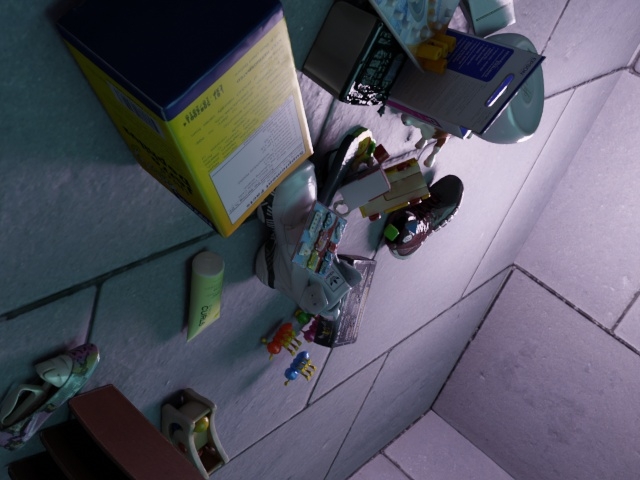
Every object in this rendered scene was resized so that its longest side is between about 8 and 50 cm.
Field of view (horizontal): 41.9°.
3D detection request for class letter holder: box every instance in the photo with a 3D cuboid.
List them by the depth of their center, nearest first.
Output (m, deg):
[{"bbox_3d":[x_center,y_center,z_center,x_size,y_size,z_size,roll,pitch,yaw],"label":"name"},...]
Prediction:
[{"bbox_3d":[-0.381,0.430,1.494,0.214,0.302,0.152,-9,132,-58],"label":"letter holder"}]

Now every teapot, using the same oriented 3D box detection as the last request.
[{"bbox_3d":[0.358,-0.324,1.807,0.252,0.187,0.256,-48,129,-43],"label":"teapot"}]

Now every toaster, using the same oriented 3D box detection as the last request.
[{"bbox_3d":[0.075,-0.326,1.488,0.168,0.110,0.186,-11,134,-57],"label":"toaster"}]

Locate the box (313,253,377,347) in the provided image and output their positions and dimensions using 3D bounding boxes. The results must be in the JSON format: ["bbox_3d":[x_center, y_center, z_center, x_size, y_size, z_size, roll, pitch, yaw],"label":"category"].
[{"bbox_3d":[0.066,0.153,2.142,0.183,0.056,0.231,4,101,-68],"label":"box"}]

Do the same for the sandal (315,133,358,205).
[{"bbox_3d":[0.009,-0.121,1.732,0.097,0.054,0.254,-53,174,-44],"label":"sandal"}]

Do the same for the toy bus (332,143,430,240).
[{"bbox_3d":[0.152,-0.117,1.941,0.104,0.202,0.191,-89,-157,-77],"label":"toy bus"}]

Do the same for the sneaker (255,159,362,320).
[{"bbox_3d":[-0.015,0.008,1.680,0.137,0.210,0.366,-36,152,-34],"label":"sneaker"}]

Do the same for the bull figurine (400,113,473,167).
[{"bbox_3d":[0.300,-0.291,1.983,0.310,0.101,0.188,-30,154,-35],"label":"bull figurine"}]

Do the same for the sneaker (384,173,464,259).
[{"bbox_3d":[0.275,-0.074,2.250,0.281,0.106,0.162,-52,154,2],"label":"sneaker"}]

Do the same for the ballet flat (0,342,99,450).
[{"bbox_3d":[-0.463,0.250,1.388,0.221,0.077,0.079,-48,137,-9],"label":"ballet flat"}]

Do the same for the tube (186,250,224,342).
[{"bbox_3d":[-0.224,0.114,1.646,0.070,0.062,0.240,1,143,-11],"label":"tube"}]

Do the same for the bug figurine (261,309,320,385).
[{"bbox_3d":[-0.050,0.252,2.155,0.216,0.072,0.279,-52,153,-17],"label":"bug figurine"}]

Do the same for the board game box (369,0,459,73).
[{"bbox_3d":[0.206,-0.521,1.370,0.390,0.050,0.390,-66,152,-3],"label":"board game box"}]

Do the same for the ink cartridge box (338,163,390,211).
[{"bbox_3d":[0.098,-0.116,1.806,0.099,0.056,0.135,-27,-174,9],"label":"ink cartridge box"}]

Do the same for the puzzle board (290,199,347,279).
[{"bbox_3d":[0.000,0.000,1.601,0.096,0.011,0.128,32,74,-40],"label":"puzzle board"}]

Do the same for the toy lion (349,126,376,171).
[{"bbox_3d":[0.089,-0.201,1.809,0.100,0.034,0.096,-21,135,-51],"label":"toy lion"}]

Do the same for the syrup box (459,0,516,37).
[{"bbox_3d":[0.325,-0.512,1.671,0.096,0.093,0.237,-25,159,8],"label":"syrup box"}]

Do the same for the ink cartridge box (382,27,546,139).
[{"bbox_3d":[0.239,-0.296,1.535,0.176,0.371,0.069,-50,128,-3],"label":"ink cartridge box"}]

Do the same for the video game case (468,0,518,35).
[{"bbox_3d":[0.438,-0.605,1.874,0.285,0.025,0.204,-43,156,-20],"label":"video game case"}]

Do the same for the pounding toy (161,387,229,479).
[{"bbox_3d":[-0.309,0.474,1.886,0.155,0.154,0.270,-35,151,-36],"label":"pounding toy"}]

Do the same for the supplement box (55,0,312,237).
[{"bbox_3d":[-0.160,-0.191,1.112,0.194,0.195,0.356,-45,160,-14],"label":"supplement box"}]
